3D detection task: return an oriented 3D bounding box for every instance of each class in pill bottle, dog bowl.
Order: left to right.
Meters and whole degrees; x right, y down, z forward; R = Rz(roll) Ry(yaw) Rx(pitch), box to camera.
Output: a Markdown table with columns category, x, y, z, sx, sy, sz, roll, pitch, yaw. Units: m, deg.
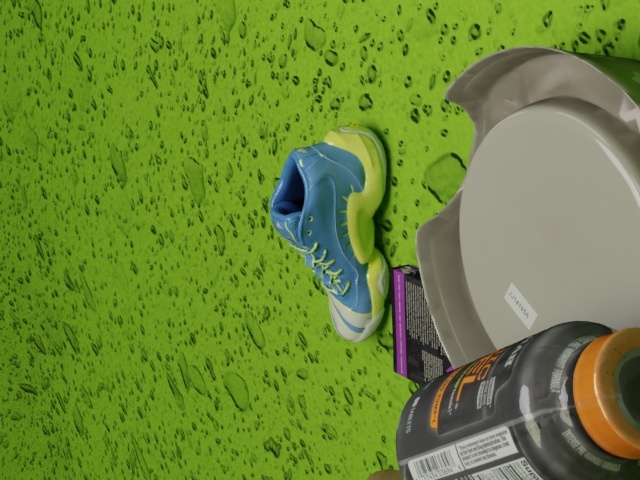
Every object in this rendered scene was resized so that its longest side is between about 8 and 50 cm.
| category | x | y | z | sx | sy | sz | roll | pitch | yaw |
| --- | --- | --- | --- | --- | --- | --- | --- | --- | --- |
| pill bottle | 0.168 | 0.136 | 1.086 | 0.246 | 0.130 | 0.130 | -34 | 72 | 57 |
| dog bowl | 0.217 | 0.010 | 1.184 | 0.349 | 0.102 | 0.348 | 29 | 124 | 53 |

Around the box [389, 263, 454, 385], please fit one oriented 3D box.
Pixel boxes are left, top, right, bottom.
| category | x | y | z | sx | sy | sz | roll | pitch | yaw |
| --- | --- | --- | --- | --- | --- | --- | --- | --- | --- |
| box | 0.126 | 0.098 | 1.441 | 0.162 | 0.029 | 0.116 | 25 | 123 | 55 |

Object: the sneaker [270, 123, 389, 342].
| category | x | y | z | sx | sy | sz | roll | pitch | yaw |
| --- | --- | --- | --- | --- | --- | --- | --- | --- | --- |
| sneaker | 0.000 | 0.000 | 1.517 | 0.091 | 0.126 | 0.240 | 25 | 121 | 54 |

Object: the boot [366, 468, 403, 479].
| category | x | y | z | sx | sy | sz | roll | pitch | yaw |
| --- | --- | --- | --- | --- | --- | --- | --- | --- | --- |
| boot | 0.115 | 0.400 | 1.498 | 0.295 | 0.104 | 0.211 | 50 | 140 | 32 |
